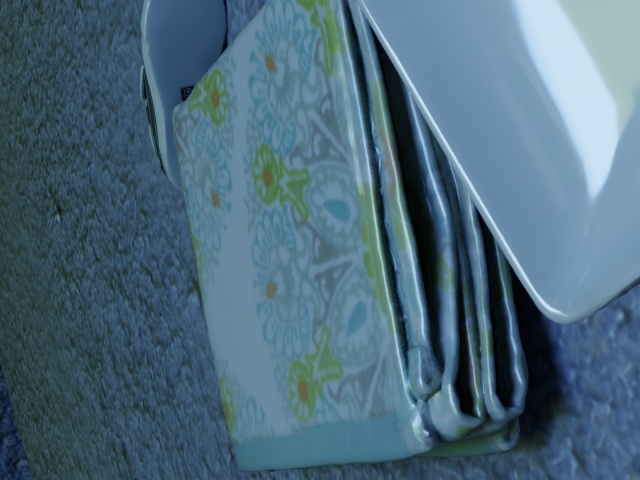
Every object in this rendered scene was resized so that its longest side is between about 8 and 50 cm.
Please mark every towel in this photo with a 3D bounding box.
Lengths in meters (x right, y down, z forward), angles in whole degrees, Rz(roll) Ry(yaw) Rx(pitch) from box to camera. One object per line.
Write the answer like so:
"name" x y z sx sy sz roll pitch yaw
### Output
"towel" 0.000 0.000 0.745 0.374 0.090 0.320 -28 69 62

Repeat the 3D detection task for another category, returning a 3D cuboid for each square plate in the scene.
"square plate" 0.099 -0.201 0.305 0.344 0.049 0.347 -47 64 46

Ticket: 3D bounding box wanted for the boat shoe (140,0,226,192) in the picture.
"boat shoe" -0.134 -0.153 0.970 0.070 0.078 0.219 35 129 54
